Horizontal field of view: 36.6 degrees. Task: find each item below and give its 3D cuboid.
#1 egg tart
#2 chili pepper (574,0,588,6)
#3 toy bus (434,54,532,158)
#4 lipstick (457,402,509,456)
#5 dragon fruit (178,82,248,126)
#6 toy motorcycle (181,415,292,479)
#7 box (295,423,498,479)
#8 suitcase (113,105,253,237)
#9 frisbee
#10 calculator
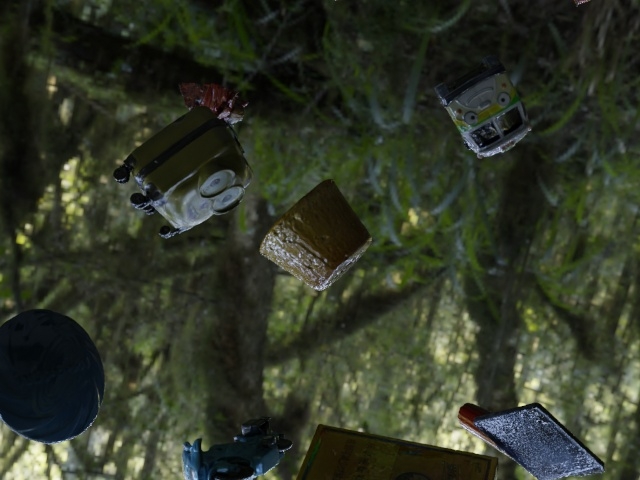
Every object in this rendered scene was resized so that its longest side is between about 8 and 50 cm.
[{"bbox_3d":[0.000,0.000,1.864,0.147,0.202,0.202,45,-162,8],"label":"egg tart"},{"bbox_3d":[0.665,-0.604,2.249,0.168,0.065,0.088,-16,-136,8],"label":"chili pepper"},{"bbox_3d":[0.338,-0.271,1.998,0.143,0.179,0.305,-29,-174,10],"label":"toy bus"},{"bbox_3d":[0.391,0.425,2.169,0.073,0.073,0.279,10,180,-16],"label":"lipstick"},{"bbox_3d":[-0.251,-0.309,2.280,0.122,0.092,0.192,8,180,25],"label":"dragon fruit"},{"bbox_3d":[-0.172,0.434,1.928,0.182,0.124,0.272,-5,-176,23],"label":"toy motorcycle"},{"bbox_3d":[0.113,0.403,1.510,0.301,0.084,0.193,8,-145,15],"label":"box"},{"bbox_3d":[-0.245,-0.122,1.840,0.143,0.234,0.194,52,176,25],"label":"suitcase"},{"bbox_3d":[-0.568,0.281,2.043,0.049,0.290,0.289,-23,165,39],"label":"frisbee"},{"bbox_3d":[0.439,0.409,1.948,0.161,0.021,0.261,-22,128,37],"label":"calculator"}]
